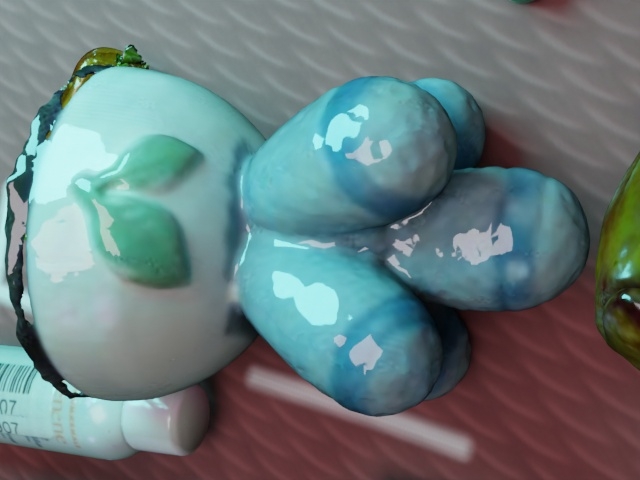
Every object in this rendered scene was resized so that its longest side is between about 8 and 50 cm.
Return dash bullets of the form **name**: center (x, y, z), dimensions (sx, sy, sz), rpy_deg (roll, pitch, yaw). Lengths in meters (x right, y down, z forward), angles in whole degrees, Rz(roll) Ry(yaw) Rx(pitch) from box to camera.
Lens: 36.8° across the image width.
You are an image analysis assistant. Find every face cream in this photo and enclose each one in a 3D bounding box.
- **face cream**: center (-0.214, 0.127, 0.770), dimensions (0.269, 0.082, 0.082), rpy_deg (2, 92, 24)

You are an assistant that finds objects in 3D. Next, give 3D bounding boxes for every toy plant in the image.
- **toy plant**: center (0.000, 0.000, 0.615), dimensions (0.332, 0.247, 0.247), rpy_deg (3, 93, 16)

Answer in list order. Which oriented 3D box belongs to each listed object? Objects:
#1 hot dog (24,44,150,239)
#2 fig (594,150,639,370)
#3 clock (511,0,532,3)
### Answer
- **hot dog**: center (-0.187, -0.075, 0.767), dimensions (0.072, 0.055, 0.188), rpy_deg (39, 105, 14)
- **fig**: center (0.272, -0.015, 0.494), dimensions (0.263, 0.224, 0.224), rpy_deg (-19, 84, 26)
- **clock**: center (0.144, -0.232, 0.628), dimensions (0.135, 0.041, 0.101), rpy_deg (-45, 75, 18)
